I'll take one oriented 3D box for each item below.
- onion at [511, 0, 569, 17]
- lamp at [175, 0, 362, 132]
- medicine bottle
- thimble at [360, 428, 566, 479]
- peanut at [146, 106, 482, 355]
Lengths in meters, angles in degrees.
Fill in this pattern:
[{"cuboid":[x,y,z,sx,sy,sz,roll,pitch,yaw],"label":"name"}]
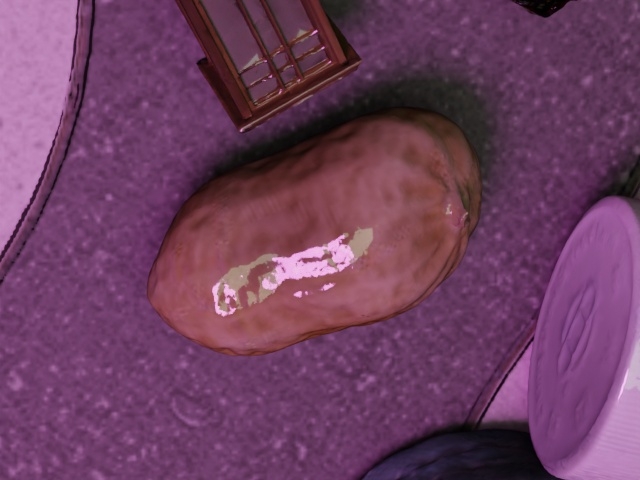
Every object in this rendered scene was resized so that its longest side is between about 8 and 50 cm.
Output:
[{"cuboid":[0.124,-0.202,1.186,0.117,0.118,0.119,16,104,-48],"label":"onion"},{"cuboid":[-0.082,-0.214,1.094,0.089,0.090,0.325,-29,131,-2],"label":"lamp"},{"cuboid":[0.314,0.085,1.249,0.332,0.190,0.190,9,103,-13],"label":"medicine bottle"},{"cuboid":[0.104,0.239,1.281,0.235,0.143,0.198,-22,107,-2],"label":"thimble"},{"cuboid":[0.000,0.000,1.205,0.224,0.129,0.129,-25,108,0],"label":"peanut"}]
